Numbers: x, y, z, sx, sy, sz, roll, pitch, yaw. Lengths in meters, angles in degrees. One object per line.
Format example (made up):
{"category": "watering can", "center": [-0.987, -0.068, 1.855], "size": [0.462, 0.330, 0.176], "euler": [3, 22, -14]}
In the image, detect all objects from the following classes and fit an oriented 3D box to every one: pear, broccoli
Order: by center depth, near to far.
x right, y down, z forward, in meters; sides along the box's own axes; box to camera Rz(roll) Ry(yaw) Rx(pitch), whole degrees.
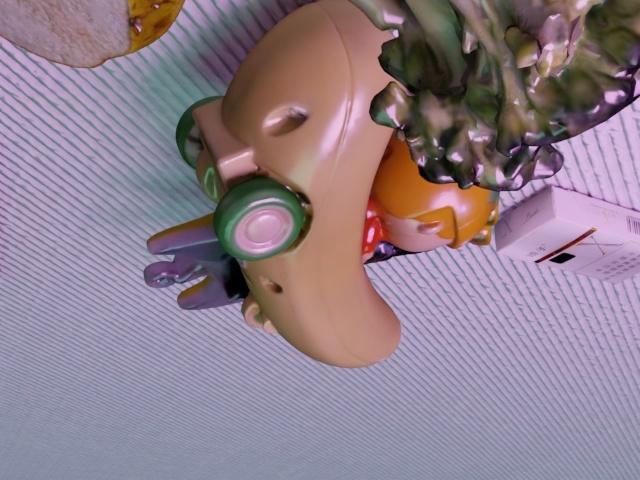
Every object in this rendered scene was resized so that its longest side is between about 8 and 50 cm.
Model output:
{"category": "broccoli", "center": [0.046, -0.150, 0.417], "size": [0.243, 0.247, 0.263], "euler": [11, 176, -9]}
{"category": "pear", "center": [-0.132, -0.168, 0.545], "size": [0.141, 0.104, 0.141], "euler": [20, 150, 12]}

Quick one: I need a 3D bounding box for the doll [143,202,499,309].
{"category": "doll", "center": [0.000, -0.002, 0.889], "size": [0.316, 0.103, 0.145], "euler": [-9, -178, 0]}

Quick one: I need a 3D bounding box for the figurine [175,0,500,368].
{"category": "figurine", "center": [0.028, -0.031, 0.747], "size": [0.222, 0.124, 0.324], "euler": [-24, 135, -8]}

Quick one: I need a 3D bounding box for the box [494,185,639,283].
{"category": "box", "center": [0.250, -0.003, 0.955], "size": [0.154, 0.040, 0.084], "euler": [13, 153, -27]}
